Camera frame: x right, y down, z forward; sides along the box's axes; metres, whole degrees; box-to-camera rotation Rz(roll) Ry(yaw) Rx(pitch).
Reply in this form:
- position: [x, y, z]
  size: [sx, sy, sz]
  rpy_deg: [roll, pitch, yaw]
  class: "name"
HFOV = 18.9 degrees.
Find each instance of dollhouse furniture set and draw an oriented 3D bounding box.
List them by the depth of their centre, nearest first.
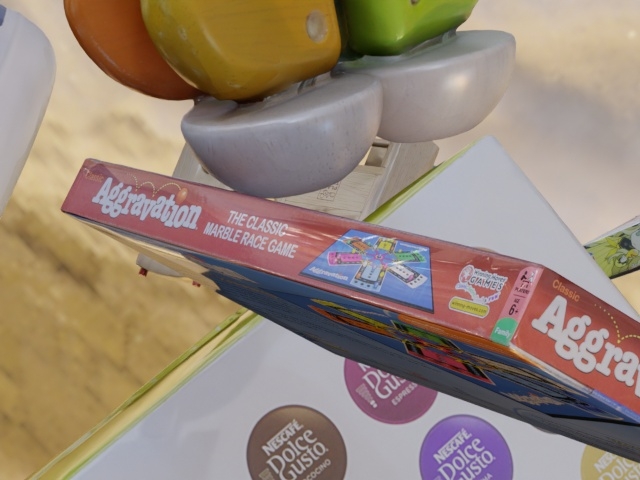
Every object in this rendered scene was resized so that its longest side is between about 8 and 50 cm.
- position: [0.000, 0.000, 1.268]
  size: [0.183, 0.129, 0.129]
  rpy_deg: [9, 161, 42]
  class: "dollhouse furniture set"

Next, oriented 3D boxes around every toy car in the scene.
- position: [-0.017, -0.108, 0.736]
  size: [0.136, 0.182, 0.159]
  rpy_deg: [3, 110, 47]
  class: "toy car"

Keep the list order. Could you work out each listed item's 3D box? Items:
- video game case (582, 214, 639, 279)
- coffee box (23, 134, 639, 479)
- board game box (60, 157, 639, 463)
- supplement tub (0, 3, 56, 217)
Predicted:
- position: [0.350, -0.030, 1.670]
  size: [0.210, 0.232, 0.042]
  rpy_deg: [-23, 88, 23]
  class: "video game case"
- position: [0.015, 0.202, 1.073]
  size: [0.334, 0.337, 0.338]
  rpy_deg: [52, 155, -1]
  class: "coffee box"
- position: [0.032, 0.027, 0.647]
  size: [0.145, 0.027, 0.281]
  rpy_deg: [28, 173, -32]
  class: "board game box"
- position: [-0.321, -0.070, 0.956]
  size: [0.324, 0.235, 0.235]
  rpy_deg: [27, 155, -14]
  class: "supplement tub"
